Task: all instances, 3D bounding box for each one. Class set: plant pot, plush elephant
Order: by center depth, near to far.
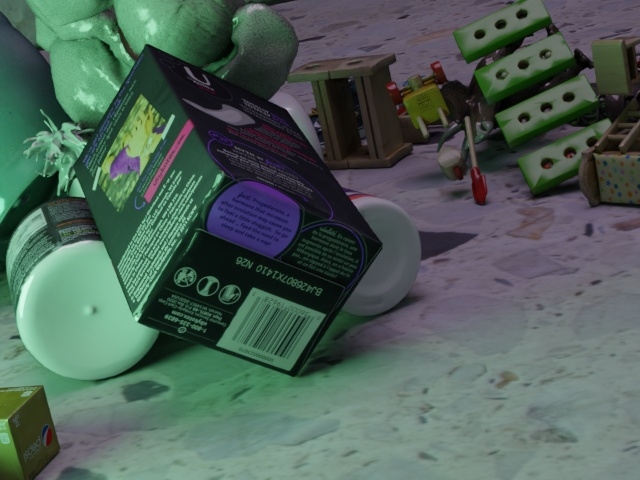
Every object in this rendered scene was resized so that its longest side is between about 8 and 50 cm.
[{"bbox_3d":[-0.158,-0.221,1.391,0.255,0.272,0.330,-36,25,40],"label":"plush elephant"},{"bbox_3d":[-0.377,-0.088,1.545,0.196,0.293,0.293,38,33,9],"label":"plant pot"}]

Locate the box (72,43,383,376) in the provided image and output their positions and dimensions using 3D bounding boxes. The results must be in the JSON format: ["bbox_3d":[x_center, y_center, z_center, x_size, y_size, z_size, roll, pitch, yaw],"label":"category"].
[{"bbox_3d":[-0.088,-0.031,1.200,0.165,0.143,0.270,24,19,-30],"label":"box"}]

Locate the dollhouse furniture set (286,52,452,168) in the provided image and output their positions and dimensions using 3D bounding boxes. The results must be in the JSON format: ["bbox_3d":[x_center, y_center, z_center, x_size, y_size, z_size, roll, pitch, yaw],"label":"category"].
[{"bbox_3d":[0.065,-0.181,1.810,0.129,0.129,0.183,-1,21,32],"label":"dollhouse furniture set"}]

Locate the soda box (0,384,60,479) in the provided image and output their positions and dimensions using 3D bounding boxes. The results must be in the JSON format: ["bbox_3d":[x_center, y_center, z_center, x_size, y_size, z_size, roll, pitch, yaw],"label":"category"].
[{"bbox_3d":[-0.301,0.155,1.099,0.181,0.058,0.061,-6,18,19],"label":"soda box"}]

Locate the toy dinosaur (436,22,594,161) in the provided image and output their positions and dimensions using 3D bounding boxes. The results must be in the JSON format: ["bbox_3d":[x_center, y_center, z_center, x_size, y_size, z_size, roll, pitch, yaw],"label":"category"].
[{"bbox_3d":[0.240,-0.191,1.736,0.160,0.121,0.313,-40,-11,26],"label":"toy dinosaur"}]

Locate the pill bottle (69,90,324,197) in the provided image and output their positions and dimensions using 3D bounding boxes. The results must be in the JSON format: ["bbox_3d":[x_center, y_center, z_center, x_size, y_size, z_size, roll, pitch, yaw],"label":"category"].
[{"bbox_3d":[-0.137,-0.065,1.547,0.264,0.146,0.146,-18,18,-19],"label":"pill bottle"}]

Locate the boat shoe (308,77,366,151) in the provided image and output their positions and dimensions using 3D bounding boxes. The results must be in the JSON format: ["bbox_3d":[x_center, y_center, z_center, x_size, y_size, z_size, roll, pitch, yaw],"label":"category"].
[{"bbox_3d":[0.007,-0.166,1.877,0.183,0.083,0.065,-25,22,-37],"label":"boat shoe"}]

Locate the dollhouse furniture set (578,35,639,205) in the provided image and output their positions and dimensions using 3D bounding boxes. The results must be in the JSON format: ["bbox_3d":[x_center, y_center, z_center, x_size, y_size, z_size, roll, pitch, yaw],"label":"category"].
[{"bbox_3d":[0.347,-0.117,1.368,0.182,0.161,0.101,5,24,45],"label":"dollhouse furniture set"}]

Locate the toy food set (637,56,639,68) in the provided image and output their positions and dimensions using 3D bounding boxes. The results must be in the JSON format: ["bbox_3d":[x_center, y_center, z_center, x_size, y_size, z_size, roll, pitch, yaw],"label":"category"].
[{"bbox_3d":[0.418,-0.213,1.666,0.082,0.020,0.083,1,-6,1],"label":"toy food set"}]

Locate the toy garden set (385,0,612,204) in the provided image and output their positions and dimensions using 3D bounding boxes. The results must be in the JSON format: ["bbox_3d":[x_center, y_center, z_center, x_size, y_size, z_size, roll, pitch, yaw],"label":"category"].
[{"bbox_3d":[0.200,-0.138,1.571,0.203,0.049,0.244,-25,55,7],"label":"toy garden set"}]

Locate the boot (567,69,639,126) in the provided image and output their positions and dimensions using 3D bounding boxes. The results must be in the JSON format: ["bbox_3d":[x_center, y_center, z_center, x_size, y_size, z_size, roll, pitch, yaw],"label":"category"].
[{"bbox_3d":[0.375,-0.151,1.603,0.229,0.091,0.263,-1,10,33],"label":"boot"}]

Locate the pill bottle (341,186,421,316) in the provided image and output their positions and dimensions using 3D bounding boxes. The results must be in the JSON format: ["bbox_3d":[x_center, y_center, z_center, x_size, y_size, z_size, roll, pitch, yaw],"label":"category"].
[{"bbox_3d":[0.000,0.000,1.313,0.108,0.108,0.193,-20,19,-25],"label":"pill bottle"}]

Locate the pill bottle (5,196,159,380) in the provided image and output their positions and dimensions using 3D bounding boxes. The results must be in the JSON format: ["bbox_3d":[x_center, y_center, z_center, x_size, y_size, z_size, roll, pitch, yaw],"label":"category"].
[{"bbox_3d":[-0.227,0.033,1.320,0.130,0.130,0.245,-15,18,-11],"label":"pill bottle"}]
